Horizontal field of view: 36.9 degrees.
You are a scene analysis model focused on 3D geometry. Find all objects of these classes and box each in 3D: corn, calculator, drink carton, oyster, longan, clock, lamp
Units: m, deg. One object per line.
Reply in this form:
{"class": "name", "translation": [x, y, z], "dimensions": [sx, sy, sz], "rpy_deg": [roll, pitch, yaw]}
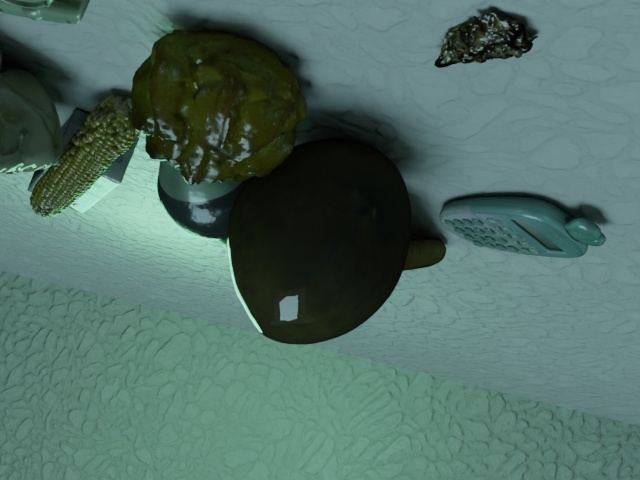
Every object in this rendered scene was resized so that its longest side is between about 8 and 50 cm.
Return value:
{"class": "corn", "translation": [-0.394, -0.142, 1.616], "dimensions": [0.086, 0.086, 0.288], "rpy_deg": [29, 125, -34]}
{"class": "calculator", "translation": [0.323, -0.022, 1.546], "dimensions": [0.295, 0.042, 0.184], "rpy_deg": [4, 159, 47]}
{"class": "drink carton", "translation": [-0.458, -0.143, 1.831], "dimensions": [0.130, 0.107, 0.315], "rpy_deg": [23, 163, -22]}
{"class": "oyster", "translation": [0.183, -0.215, 1.073], "dimensions": [0.086, 0.029, 0.132], "rpy_deg": [20, 162, -9]}
{"class": "longan", "translation": [0.000, 0.000, 1.422], "dimensions": [0.288, 0.350, 0.288], "rpy_deg": [7, 127, 9]}
{"class": "clock", "translation": [-0.379, -0.343, 1.174], "dimensions": [0.151, 0.062, 0.191], "rpy_deg": [13, 162, 16]}
{"class": "lamp", "translation": [-0.205, -0.133, 1.538], "dimensions": [0.182, 0.182, 0.314], "rpy_deg": [5, 143, 37]}

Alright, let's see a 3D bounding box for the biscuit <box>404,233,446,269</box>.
{"class": "biscuit", "translation": [0.084, 0.011, 1.711], "dimensions": [0.236, 0.062, 0.290], "rpy_deg": [9, -176, 19]}

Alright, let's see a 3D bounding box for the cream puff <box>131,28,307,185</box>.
{"class": "cream puff", "translation": [-0.141, -0.177, 1.299], "dimensions": [0.244, 0.196, 0.244], "rpy_deg": [9, 132, 11]}

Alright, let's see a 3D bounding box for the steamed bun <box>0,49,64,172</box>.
{"class": "steamed bun", "translation": [-0.581, -0.222, 1.533], "dimensions": [0.324, 0.220, 0.309], "rpy_deg": [-2, -169, -31]}

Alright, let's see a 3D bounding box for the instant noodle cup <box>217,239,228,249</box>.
{"class": "instant noodle cup", "translation": [-0.160, -0.056, 1.772], "dimensions": [0.122, 0.151, 0.151], "rpy_deg": [35, 159, -17]}
